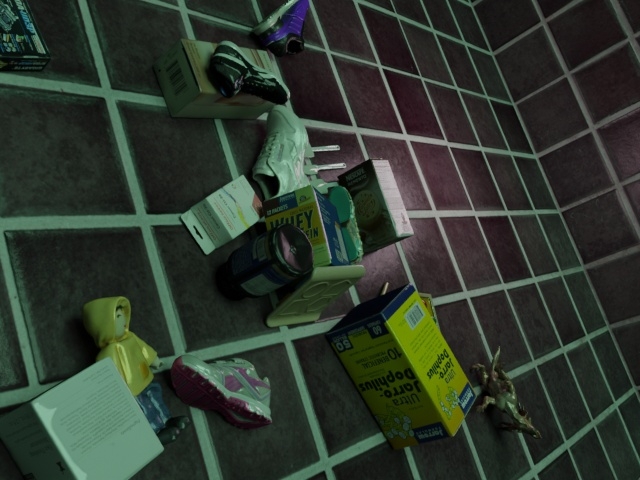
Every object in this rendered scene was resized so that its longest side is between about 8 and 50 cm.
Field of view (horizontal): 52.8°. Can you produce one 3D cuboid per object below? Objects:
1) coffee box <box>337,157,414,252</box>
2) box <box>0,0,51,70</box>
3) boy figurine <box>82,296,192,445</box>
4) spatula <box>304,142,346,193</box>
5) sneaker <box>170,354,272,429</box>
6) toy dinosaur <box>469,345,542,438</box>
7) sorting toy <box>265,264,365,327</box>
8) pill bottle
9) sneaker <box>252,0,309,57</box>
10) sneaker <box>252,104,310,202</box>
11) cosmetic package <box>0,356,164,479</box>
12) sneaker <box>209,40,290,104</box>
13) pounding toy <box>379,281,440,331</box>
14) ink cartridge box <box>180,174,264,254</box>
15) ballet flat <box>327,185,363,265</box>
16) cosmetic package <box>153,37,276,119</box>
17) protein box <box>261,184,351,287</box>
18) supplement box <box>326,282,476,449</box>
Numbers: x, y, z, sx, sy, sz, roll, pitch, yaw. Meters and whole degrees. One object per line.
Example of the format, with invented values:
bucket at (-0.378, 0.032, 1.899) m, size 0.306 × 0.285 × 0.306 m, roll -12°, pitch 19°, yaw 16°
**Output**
coffee box at (0.162, -0.104, 1.916) m, size 0.098 × 0.141 × 0.246 m, roll -7°, pitch 75°, yaw -50°
box at (-0.657, -0.442, 1.265) m, size 0.175 × 0.051 × 0.220 m, roll -20°, pitch 83°, yaw -52°
boy figurine at (-0.339, 0.231, 1.174) m, size 0.285 × 0.092 × 0.177 m, roll 66°, pitch 14°, yaw -1°
spatula at (0.014, -0.224, 1.927) m, size 0.242 × 0.019 × 0.168 m, roll -16°, pitch 79°, yaw -52°
sneaker at (-0.198, 0.289, 1.315) m, size 0.252 × 0.103 × 0.111 m, roll 42°, pitch 38°, yaw -34°
toy dinosaur at (0.585, 0.497, 2.065) m, size 0.200 × 0.127 × 0.295 m, roll 44°, pitch 28°, yaw -33°
sorting toy at (-0.014, 0.127, 1.538) m, size 0.193 × 0.208 × 0.038 m, roll -1°, pitch 51°, yaw -49°
pill bottle at (-0.130, 0.056, 1.426) m, size 0.123 × 0.219 × 0.122 m, roll 27°, pitch 50°, yaw -37°
sneaker at (-0.097, -0.655, 2.009) m, size 0.146 × 0.102 × 0.293 m, roll 53°, pitch 43°, yaw -19°
sneaker at (-0.108, -0.221, 1.693) m, size 0.152 × 0.114 × 0.304 m, roll 5°, pitch 71°, yaw -45°
cosmetic package at (-0.385, 0.314, 1.032) m, size 0.151 × 0.151 × 0.183 m, roll -31°, pitch 91°, yaw -52°
sneaker at (-0.178, -0.368, 1.551) m, size 0.217 × 0.079 × 0.121 m, roll 34°, pitch 52°, yaw -24°
pounding toy at (0.245, 0.193, 1.873) m, size 0.206 × 0.094 × 0.180 m, roll 11°, pitch 60°, yaw -46°
ink cartridge box at (-0.223, -0.062, 1.515) m, size 0.115 × 0.067 × 0.198 m, roll 57°, pitch 38°, yaw -8°
ballet flat at (0.068, -0.036, 1.839) m, size 0.077 × 0.091 × 0.240 m, roll 48°, pitch 32°, yaw -70°
cosmetic package at (-0.252, -0.404, 1.640) m, size 0.296 × 0.129 × 0.153 m, roll -14°, pitch 79°, yaw -52°
protein box at (-0.028, 0.001, 1.590) m, size 0.200 × 0.136 × 0.201 m, roll 35°, pitch 39°, yaw -67°
supplement box at (0.213, 0.325, 1.673) m, size 0.356 × 0.194 × 0.195 m, roll 59°, pitch 37°, yaw -3°
